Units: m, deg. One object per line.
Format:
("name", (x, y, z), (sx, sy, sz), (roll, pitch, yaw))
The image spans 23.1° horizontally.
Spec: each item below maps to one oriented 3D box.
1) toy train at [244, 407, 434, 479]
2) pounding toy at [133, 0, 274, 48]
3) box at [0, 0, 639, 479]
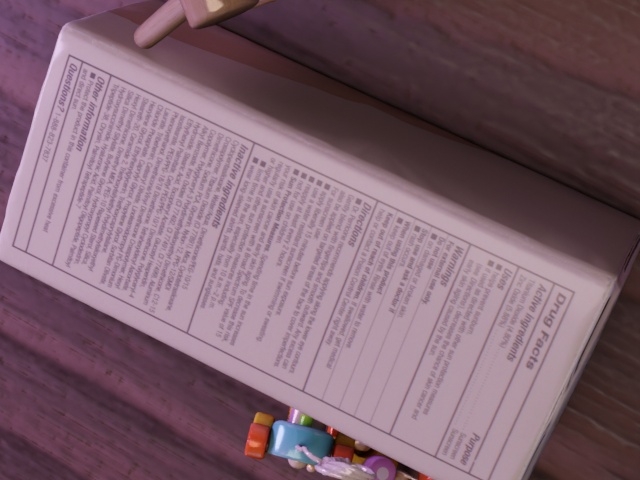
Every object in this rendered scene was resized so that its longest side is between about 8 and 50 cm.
("toy train", (0.036, 0.115, 0.869), (0.125, 0.166, 0.046), (6, 78, 40))
("pounding toy", (-0.025, -0.164, 0.756), (0.181, 0.206, 0.094), (-16, 99, 23))
("box", (0.000, 0.000, 0.841), (0.311, 0.121, 0.148), (27, 112, 10))
